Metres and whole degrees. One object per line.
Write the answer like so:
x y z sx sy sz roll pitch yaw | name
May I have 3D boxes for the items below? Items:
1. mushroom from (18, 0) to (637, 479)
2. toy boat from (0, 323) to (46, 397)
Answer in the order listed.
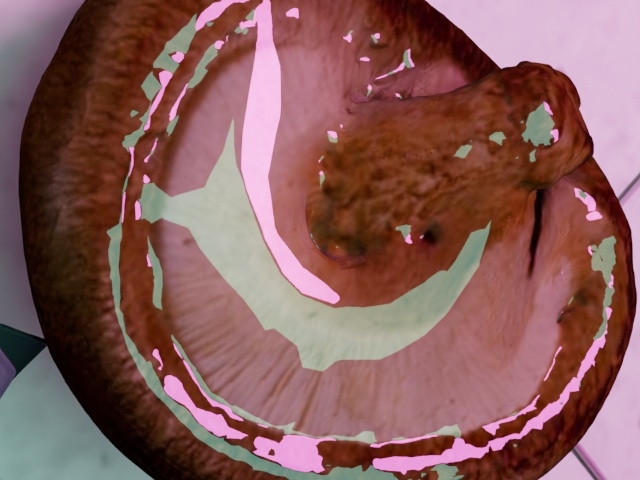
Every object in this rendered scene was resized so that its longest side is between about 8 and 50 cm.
-0.004 -0.002 0.603 0.194 0.138 0.231 -44 105 -4 | mushroom
-0.193 0.100 0.517 0.103 0.093 0.246 45 73 -33 | toy boat
